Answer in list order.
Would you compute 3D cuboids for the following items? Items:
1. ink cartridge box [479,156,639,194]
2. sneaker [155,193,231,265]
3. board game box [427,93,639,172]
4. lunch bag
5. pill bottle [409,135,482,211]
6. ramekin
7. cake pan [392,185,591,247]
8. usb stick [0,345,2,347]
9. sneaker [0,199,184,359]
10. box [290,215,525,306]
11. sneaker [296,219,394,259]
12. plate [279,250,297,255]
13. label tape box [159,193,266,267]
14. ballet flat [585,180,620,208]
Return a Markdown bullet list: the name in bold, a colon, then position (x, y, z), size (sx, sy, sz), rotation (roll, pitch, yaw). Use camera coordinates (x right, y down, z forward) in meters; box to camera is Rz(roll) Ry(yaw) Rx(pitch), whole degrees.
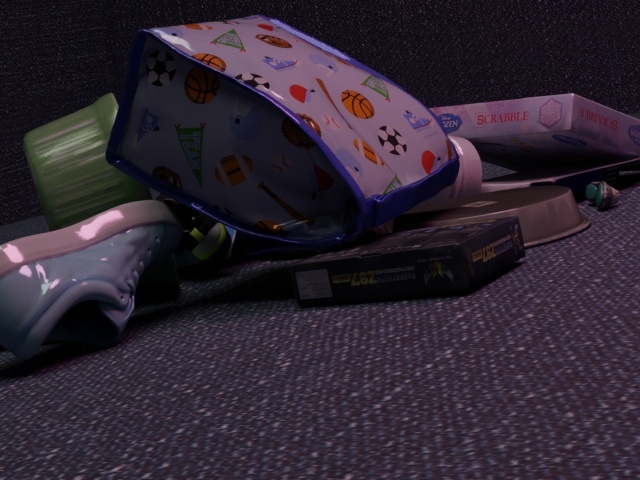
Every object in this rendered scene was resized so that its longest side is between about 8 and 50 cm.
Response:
- **ink cartridge box**: position (0.385, -0.094, 2.099), size (0.223, 0.045, 0.224), rotation (-13, 7, -34)
- **sneaker**: position (-0.214, -0.046, 1.968), size (0.084, 0.097, 0.234), rotation (-50, 37, -2)
- **board game box**: position (0.396, -0.176, 2.175), size (0.318, 0.066, 0.318), rotation (12, -8, -43)
- **lunch bag**: position (-0.036, -0.131, 1.702), size (0.385, 0.239, 0.328), rotation (26, 26, 19)
- **pill bottle**: position (0.113, -0.109, 2.034), size (0.283, 0.160, 0.160), rotation (0, 0, -35)
- **ramekin**: position (-0.326, -0.052, 1.858), size (0.148, 0.303, 0.303), rotation (-20, 8, -8)
- **cake pan**: position (0.231, -0.027, 1.778), size (0.293, 0.054, 0.293), rotation (-11, 8, 1)
- **usb stick**: position (-0.421, 0.116, 1.635), size (0.278, 0.045, 0.077), rotation (-9, 9, 11)
- **sneaker**: position (-0.277, 0.061, 1.547), size (0.135, 0.150, 0.366), rotation (-44, -12, 36)
- **box**: position (0.108, 0.025, 1.528), size (0.232, 0.059, 0.183), rotation (-7, 8, 31)
- **sneaker**: position (0.036, -0.019, 1.890), size (0.132, 0.086, 0.228), rotation (-9, 8, 32)
- **plate**: position (0.000, 0.000, 2.026), size (0.188, 0.024, 0.188), rotation (-11, 7, 1)
- **label tape box**: position (-0.159, -0.062, 2.118), size (0.249, 0.115, 0.348), rotation (-13, 45, 38)
- **ballet flat**: position (0.430, -0.070, 1.897), size (0.041, 0.041, 0.114), rotation (-10, 8, 2)
